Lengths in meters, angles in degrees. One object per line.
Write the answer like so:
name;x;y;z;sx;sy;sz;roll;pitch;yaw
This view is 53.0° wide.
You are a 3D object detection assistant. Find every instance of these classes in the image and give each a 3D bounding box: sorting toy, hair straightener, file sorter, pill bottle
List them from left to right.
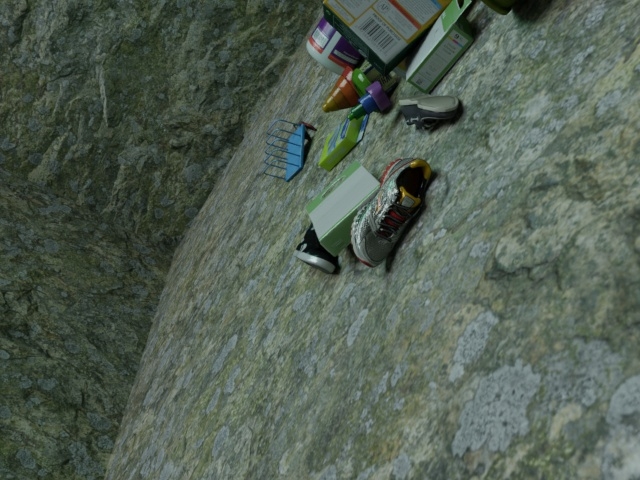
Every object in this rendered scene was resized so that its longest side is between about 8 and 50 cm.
file sorter;-0.126;-0.309;2.184;0.118;0.104;0.170;-35;47;55
hair straightener;-0.074;-0.387;2.315;0.089;0.047;0.230;-60;23;8
sorting toy;0.077;-0.354;1.636;0.126;0.127;0.365;-35;20;4
pill bottle;0.106;-0.711;2.081;0.323;0.181;0.181;-53;19;26

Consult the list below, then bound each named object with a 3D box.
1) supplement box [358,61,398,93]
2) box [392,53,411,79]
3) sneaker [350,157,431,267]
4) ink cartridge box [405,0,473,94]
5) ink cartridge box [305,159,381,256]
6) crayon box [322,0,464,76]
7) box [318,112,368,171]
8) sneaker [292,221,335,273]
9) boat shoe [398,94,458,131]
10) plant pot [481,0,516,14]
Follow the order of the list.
supplement box;0.146;-0.420;1.657;0.056;0.083;0.083;-40;21;5
box;0.222;-0.510;1.543;0.203;0.114;0.103;-65;15;-6
sneaker;0.127;-0.057;1.156;0.225;0.088;0.092;-65;19;-11
ink cartridge box;0.267;-0.426;1.368;0.209;0.062;0.109;-49;20;35
ink cartridge box;0.057;-0.076;1.378;0.171;0.056;0.235;-43;19;7
crayon box;0.190;-0.554;1.441;0.323;0.203;0.083;-43;-7;-3
box;0.062;-0.279;1.769;0.178;0.042;0.109;-40;28;52
sneaker;0.000;0.000;1.448;0.121;0.079;0.217;-63;16;-3
boat shoe;0.219;-0.252;1.280;0.206;0.075;0.065;-138;34;-67
plant pot;0.348;-0.641;1.062;0.353;0.366;0.367;-35;29;33
